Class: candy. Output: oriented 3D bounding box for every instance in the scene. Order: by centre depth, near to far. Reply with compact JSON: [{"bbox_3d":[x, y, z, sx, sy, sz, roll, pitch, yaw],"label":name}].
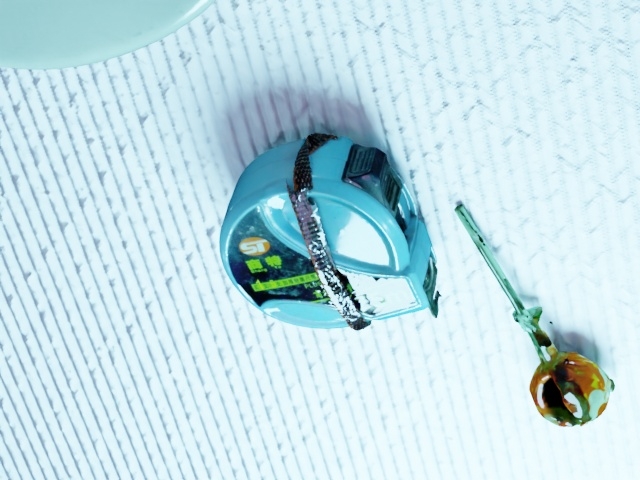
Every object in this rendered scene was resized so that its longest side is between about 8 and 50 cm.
[{"bbox_3d":[0.137,0.050,1.255,0.055,0.049,0.185,-24,110,25],"label":"candy"}]

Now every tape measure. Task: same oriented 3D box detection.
[{"bbox_3d":[0.000,0.000,1.222,0.125,0.081,0.146,-10,125,21],"label":"tape measure"}]

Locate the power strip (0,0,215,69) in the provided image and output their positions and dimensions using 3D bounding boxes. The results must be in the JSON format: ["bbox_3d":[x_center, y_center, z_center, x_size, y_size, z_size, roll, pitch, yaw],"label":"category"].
[{"bbox_3d":[-0.151,-0.265,0.993,0.357,0.161,0.357,8,131,9],"label":"power strip"}]
